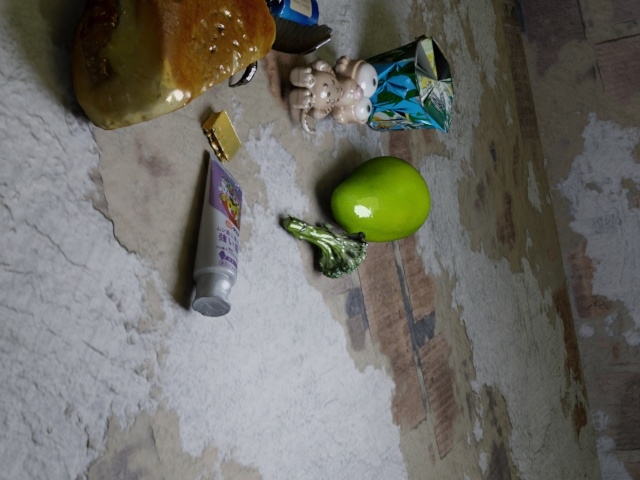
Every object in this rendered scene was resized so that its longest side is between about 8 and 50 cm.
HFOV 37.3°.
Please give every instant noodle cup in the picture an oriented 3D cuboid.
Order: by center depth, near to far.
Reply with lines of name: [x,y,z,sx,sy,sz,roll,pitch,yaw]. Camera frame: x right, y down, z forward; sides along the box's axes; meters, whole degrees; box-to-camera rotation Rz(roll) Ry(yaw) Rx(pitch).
instant noodle cup: [0.199,-0.364,2.287,0.240,0.178,0.240,25,61,-56]

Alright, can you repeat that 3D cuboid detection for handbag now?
handbag: [-0.177,-0.189,1.718,0.083,0.027,0.061,65,31,-28]

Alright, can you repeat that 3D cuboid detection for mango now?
mango: [0.129,-0.090,2.106,0.343,0.156,0.192,-9,88,-59]

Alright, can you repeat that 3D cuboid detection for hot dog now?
hot dog: [-0.237,-0.337,1.489,0.405,0.185,0.223,-49,126,-54]

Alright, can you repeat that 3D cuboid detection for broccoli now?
broccoli: [0.001,0.000,1.928,0.204,0.118,0.122,30,66,-36]

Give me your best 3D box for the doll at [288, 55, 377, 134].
doll: [0.027,-0.316,2.038,0.278,0.119,0.154,-22,115,-55]

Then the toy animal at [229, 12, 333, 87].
toy animal: [-0.131,-0.389,1.787,0.160,0.197,0.272,47,-4,-22]

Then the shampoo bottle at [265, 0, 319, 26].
shampoo bottle: [-0.066,-0.497,1.983,0.183,0.050,0.087,2,84,-61]

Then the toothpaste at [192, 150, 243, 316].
toothpaste: [-0.174,-0.011,1.641,0.114,0.073,0.299,48,35,-45]
